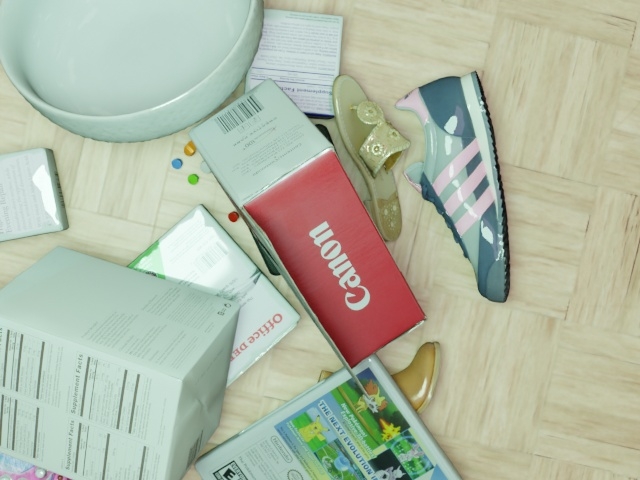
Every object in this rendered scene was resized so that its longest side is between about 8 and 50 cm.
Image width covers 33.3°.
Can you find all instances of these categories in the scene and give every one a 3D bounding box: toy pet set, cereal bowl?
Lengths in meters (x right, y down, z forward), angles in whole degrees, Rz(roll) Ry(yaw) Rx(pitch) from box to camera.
[{"bbox_3d":[-0.119,-0.109,1.472,0.122,0.065,0.114,44,123,-2],"label":"toy pet set"},{"bbox_3d":[-0.230,-0.266,1.374,0.339,0.141,0.339,-4,67,9],"label":"cereal bowl"}]

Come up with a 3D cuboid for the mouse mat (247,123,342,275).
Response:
[{"bbox_3d":[-0.031,-0.052,1.456,0.153,0.007,0.189,-26,120,-3],"label":"mouse mat"}]

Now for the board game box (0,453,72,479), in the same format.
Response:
[{"bbox_3d":[-0.563,0.297,1.428,0.390,0.050,0.390,-33,91,-5],"label":"board game box"}]

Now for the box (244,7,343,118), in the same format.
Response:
[{"bbox_3d":[-0.038,-0.238,1.454,0.126,0.072,0.137,5,91,-6],"label":"box"}]

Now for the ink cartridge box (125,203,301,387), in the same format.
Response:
[{"bbox_3d":[-0.150,0.075,1.451,0.153,0.087,0.208,-41,95,-2],"label":"ink cartridge box"}]

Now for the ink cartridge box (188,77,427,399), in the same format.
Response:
[{"bbox_3d":[0.000,0.000,1.309,0.130,0.272,0.309,-34,129,-3],"label":"ink cartridge box"}]

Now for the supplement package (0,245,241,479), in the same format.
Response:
[{"bbox_3d":[-0.267,0.164,1.332,0.263,0.199,0.198,17,116,10],"label":"supplement package"}]

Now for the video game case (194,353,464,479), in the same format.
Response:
[{"bbox_3d":[0.039,0.360,1.467,0.300,0.036,0.329,-33,96,13],"label":"video game case"}]

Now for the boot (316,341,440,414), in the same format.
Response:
[{"bbox_3d":[0.072,0.208,1.486,0.152,0.073,0.197,24,88,-1],"label":"boot"}]

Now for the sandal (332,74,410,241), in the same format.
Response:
[{"bbox_3d":[0.090,-0.114,1.442,0.079,0.088,0.240,-3,110,36],"label":"sandal"}]

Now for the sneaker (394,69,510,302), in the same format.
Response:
[{"bbox_3d":[0.186,-0.065,1.477,0.131,0.112,0.319,-10,91,12],"label":"sneaker"}]

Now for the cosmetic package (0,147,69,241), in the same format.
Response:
[{"bbox_3d":[-0.463,-0.048,1.421,0.231,0.085,0.117,-12,93,-5],"label":"cosmetic package"}]
